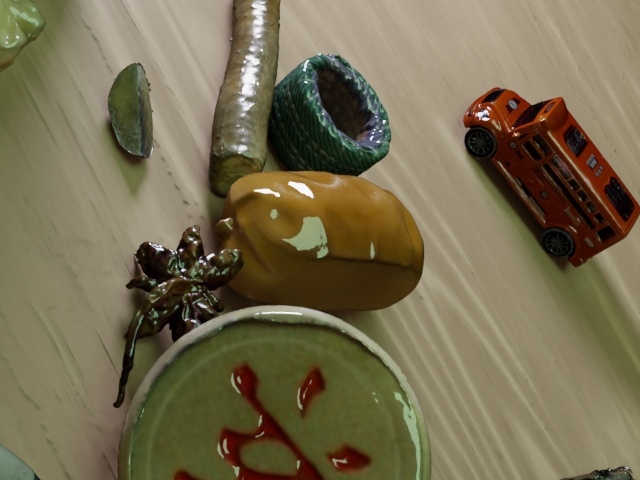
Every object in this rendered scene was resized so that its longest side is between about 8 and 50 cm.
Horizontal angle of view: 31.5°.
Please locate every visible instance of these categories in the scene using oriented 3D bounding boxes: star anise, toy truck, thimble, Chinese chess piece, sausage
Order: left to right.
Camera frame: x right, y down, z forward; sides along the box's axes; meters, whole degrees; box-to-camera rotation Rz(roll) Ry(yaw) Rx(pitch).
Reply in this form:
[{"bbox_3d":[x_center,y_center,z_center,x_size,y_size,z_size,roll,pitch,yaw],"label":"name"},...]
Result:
[{"bbox_3d":[-0.135,0.066,0.989,0.097,0.070,0.191,21,63,-4],"label":"star anise"},{"bbox_3d":[-0.036,0.177,0.907,0.249,0.103,0.250,1,78,-4],"label":"Chinese chess piece"},{"bbox_3d":[0.000,0.001,1.125,0.241,0.120,0.136,1,50,-43],"label":"sausage"},{"bbox_3d":[0.006,-0.127,1.233,0.118,0.090,0.135,-30,87,-49],"label":"thimble"},{"bbox_3d":[0.302,-0.098,1.483,0.253,0.114,0.107,52,42,-7],"label":"toy truck"}]

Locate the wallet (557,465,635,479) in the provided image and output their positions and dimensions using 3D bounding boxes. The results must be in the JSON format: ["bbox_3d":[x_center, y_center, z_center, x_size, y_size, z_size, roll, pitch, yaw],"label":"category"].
[{"bbox_3d":[0.273,0.342,1.228,0.317,0.044,0.169,2,60,-45],"label":"wallet"}]

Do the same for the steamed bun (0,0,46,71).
[{"bbox_3d":[-0.372,-0.235,0.902,0.295,0.137,0.292,30,43,-32],"label":"steamed bun"}]

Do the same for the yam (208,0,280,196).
[{"bbox_3d":[-0.077,-0.179,1.211,0.066,0.066,0.300,28,47,-29],"label":"yam"}]

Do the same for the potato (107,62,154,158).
[{"bbox_3d":[-0.183,-0.121,1.096,0.037,0.036,0.093,29,56,-79],"label":"potato"}]

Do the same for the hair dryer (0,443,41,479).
[{"bbox_3d":[-0.325,0.185,0.746,0.219,0.088,0.225,42,57,-6],"label":"hair dryer"}]
